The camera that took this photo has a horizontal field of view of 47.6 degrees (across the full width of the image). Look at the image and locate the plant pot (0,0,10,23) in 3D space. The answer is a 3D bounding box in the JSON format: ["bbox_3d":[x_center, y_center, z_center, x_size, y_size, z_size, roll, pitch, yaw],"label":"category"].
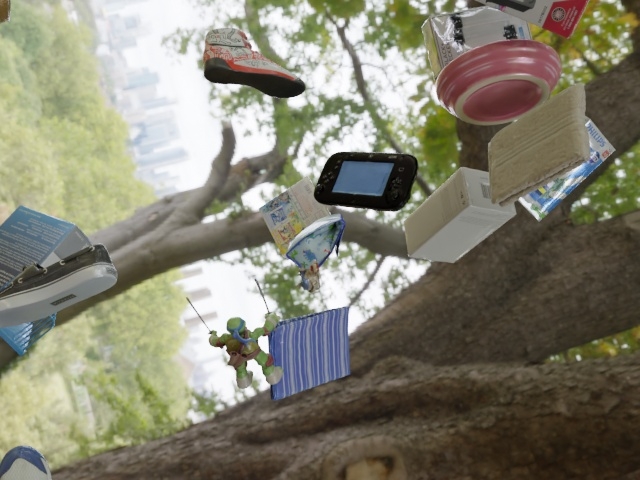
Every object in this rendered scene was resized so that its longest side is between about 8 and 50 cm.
[{"bbox_3d":[-0.758,-0.514,1.449,0.237,0.254,0.237,180,-90,-70],"label":"plant pot"}]

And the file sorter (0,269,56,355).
[{"bbox_3d":[-0.645,0.148,1.583,0.118,0.104,0.170,53,-4,-21],"label":"file sorter"}]

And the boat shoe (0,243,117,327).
[{"bbox_3d":[-0.427,0.066,1.120,0.080,0.228,0.076,55,14,-66],"label":"boat shoe"}]

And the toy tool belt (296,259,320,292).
[{"bbox_3d":[-0.028,0.078,1.548,0.083,0.051,0.052,88,-8,-56],"label":"toy tool belt"}]

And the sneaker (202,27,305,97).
[{"bbox_3d":[-0.165,-0.454,1.831,0.090,0.270,0.145,134,-44,-54],"label":"sneaker"}]

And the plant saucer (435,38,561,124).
[{"bbox_3d":[0.476,-0.404,1.936,0.332,0.332,0.084,102,-15,-67],"label":"plant saucer"}]

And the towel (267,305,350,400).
[{"bbox_3d":[-0.028,0.350,2.283,0.040,0.336,0.243,8,-76,47],"label":"towel"}]

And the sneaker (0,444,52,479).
[{"bbox_3d":[-0.605,0.566,1.445,0.131,0.111,0.297,169,-75,-79],"label":"sneaker"}]

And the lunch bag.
[{"bbox_3d":[0.000,0.000,1.702,0.096,0.151,0.129,43,6,-8],"label":"lunch bag"}]

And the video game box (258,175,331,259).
[{"bbox_3d":[-0.070,-0.069,2.213,0.205,0.187,0.048,61,5,34],"label":"video game box"}]

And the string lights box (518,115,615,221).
[{"bbox_3d":[0.602,-0.190,1.851,0.133,0.260,0.077,37,15,-29],"label":"string lights box"}]

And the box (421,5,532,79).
[{"bbox_3d":[0.456,-0.580,2.103,0.087,0.289,0.169,153,-75,-82],"label":"box"}]

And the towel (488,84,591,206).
[{"bbox_3d":[0.482,-0.203,1.619,0.282,0.049,0.187,-32,-132,53],"label":"towel"}]

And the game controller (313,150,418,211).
[{"bbox_3d":[0.121,-0.165,1.981,0.319,0.067,0.167,8,-101,41],"label":"game controller"}]

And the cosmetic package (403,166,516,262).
[{"bbox_3d":[0.456,-0.074,2.428,0.365,0.196,0.155,-45,-136,51],"label":"cosmetic package"}]

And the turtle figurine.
[{"bbox_3d":[-0.206,0.270,2.046,0.274,0.197,0.266,37,-31,49],"label":"turtle figurine"}]

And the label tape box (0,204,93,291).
[{"bbox_3d":[-0.797,0.088,1.889,0.249,0.348,0.115,17,-29,33],"label":"label tape box"}]

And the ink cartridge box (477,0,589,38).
[{"bbox_3d":[0.491,-0.640,1.677,0.131,0.306,0.226,-58,168,-38],"label":"ink cartridge box"}]
